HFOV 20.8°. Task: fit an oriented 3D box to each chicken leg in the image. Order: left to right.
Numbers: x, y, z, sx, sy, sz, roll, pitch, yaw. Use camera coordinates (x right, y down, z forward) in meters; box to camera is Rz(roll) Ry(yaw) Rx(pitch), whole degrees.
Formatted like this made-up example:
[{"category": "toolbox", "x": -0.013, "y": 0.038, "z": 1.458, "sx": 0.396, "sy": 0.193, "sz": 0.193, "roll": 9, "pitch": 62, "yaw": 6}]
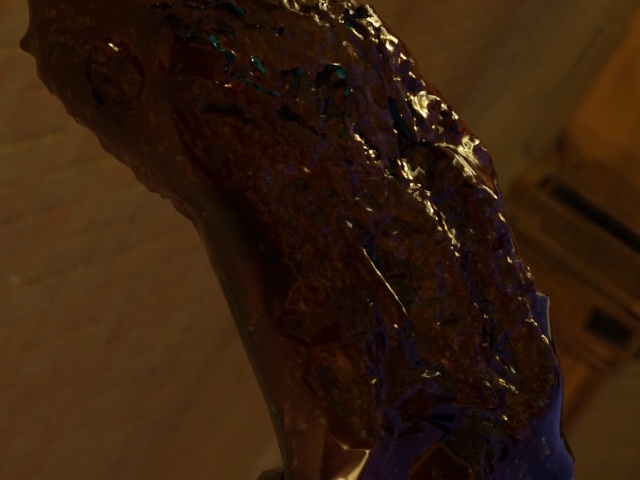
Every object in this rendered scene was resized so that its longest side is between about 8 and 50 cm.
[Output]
[{"category": "chicken leg", "x": 0.000, "y": 0.000, "z": 0.482, "sx": 0.105, "sy": 0.234, "sz": 0.063, "roll": -26, "pitch": 179, "yaw": -11}]
